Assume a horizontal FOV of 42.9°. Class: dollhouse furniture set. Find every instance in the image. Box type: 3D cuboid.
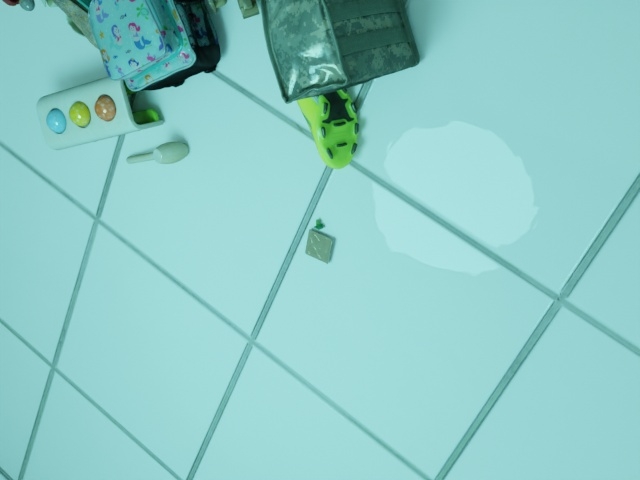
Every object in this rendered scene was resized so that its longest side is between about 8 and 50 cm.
[{"bbox_3d":[-0.150,-0.501,1.570,0.151,0.123,0.144,-19,95,0],"label":"dollhouse furniture set"}]

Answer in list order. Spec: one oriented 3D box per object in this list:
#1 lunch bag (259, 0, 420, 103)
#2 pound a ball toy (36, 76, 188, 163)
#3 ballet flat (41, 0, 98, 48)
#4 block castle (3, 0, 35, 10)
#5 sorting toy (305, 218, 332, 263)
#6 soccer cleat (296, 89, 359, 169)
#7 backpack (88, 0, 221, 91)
[{"bbox_3d":[0.021,-0.401,1.367,0.169,0.235,0.287,-11,100,40],"label":"lunch bag"},{"bbox_3d":[-0.465,-0.247,1.781,0.319,0.136,0.208,-6,102,34],"label":"pound a ball toy"},{"bbox_3d":[-0.553,-0.530,1.771,0.316,0.108,0.106,47,137,12],"label":"ballet flat"},{"bbox_3d":[-0.538,-0.659,1.543,0.453,0.303,0.212,-38,77,15],"label":"block castle"},{"bbox_3d":[0.000,0.000,1.641,0.062,0.012,0.083,26,121,28],"label":"sorting toy"},{"bbox_3d":[-0.009,-0.274,1.533,0.121,0.093,0.289,1,113,63],"label":"soccer cleat"},{"bbox_3d":[-0.341,-0.441,1.620,0.225,0.191,0.253,-14,92,35],"label":"backpack"}]
